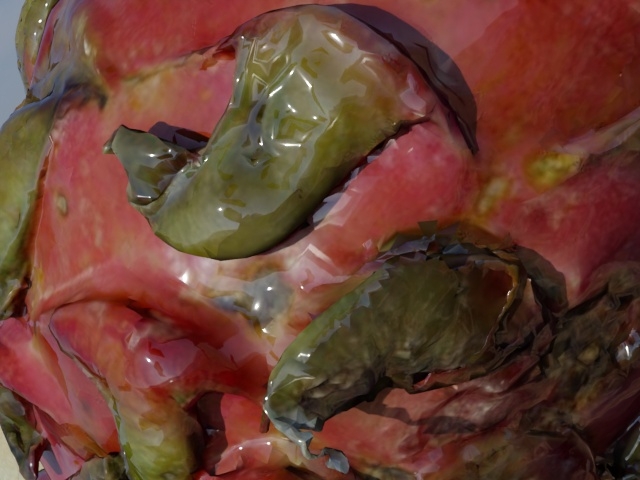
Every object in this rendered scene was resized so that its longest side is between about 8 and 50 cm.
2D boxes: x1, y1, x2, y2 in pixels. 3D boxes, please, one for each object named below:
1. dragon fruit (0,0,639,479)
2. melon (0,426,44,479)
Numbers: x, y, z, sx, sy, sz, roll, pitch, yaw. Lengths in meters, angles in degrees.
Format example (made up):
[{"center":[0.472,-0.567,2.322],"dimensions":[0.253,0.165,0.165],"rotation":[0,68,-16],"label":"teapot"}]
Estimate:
[{"center":[0.000,0.000,0.659],"dimensions":[0.291,0.250,0.269],"rotation":[-59,39,14],"label":"dragon fruit"},{"center":[-0.153,0.081,0.917],"dimensions":[0.182,0.098,0.054],"rotation":[0,31,36],"label":"melon"}]
